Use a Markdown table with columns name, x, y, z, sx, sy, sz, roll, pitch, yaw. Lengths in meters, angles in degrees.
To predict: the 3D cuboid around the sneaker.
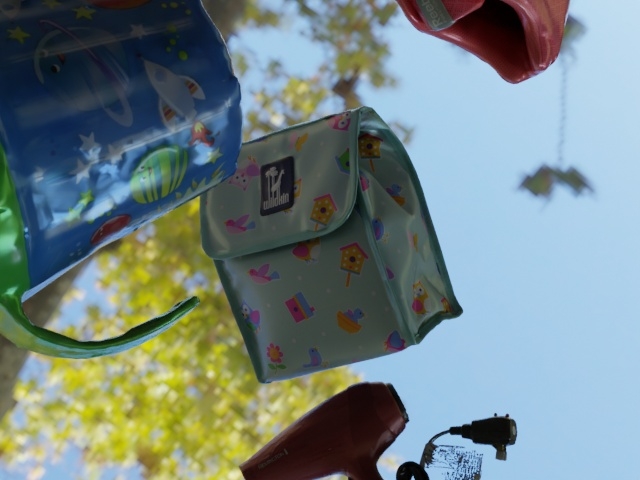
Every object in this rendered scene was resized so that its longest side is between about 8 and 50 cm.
| name | x | y | z | sx | sy | sz | roll | pitch | yaw |
| --- | --- | --- | --- | --- | --- | --- | --- | --- | --- |
| sneaker | 0.072 | -0.215 | 1.037 | 0.314 | 0.116 | 0.136 | 31 | -128 | -36 |

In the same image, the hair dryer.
| name | x | y | z | sx | sy | sz | roll | pitch | yaw |
| --- | --- | --- | --- | --- | --- | --- | --- | --- | --- |
| hair dryer | 0.055 | 0.254 | 1.646 | 0.294 | 0.080 | 0.223 | 8 | -119 | 14 |

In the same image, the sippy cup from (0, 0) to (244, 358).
| name | x | y | z | sx | sy | sz | roll | pitch | yaw |
| --- | --- | --- | --- | --- | --- | --- | --- | --- | --- |
| sippy cup | -0.185 | -0.088 | 1.112 | 0.224 | 0.305 | 0.240 | -21 | -152 | -24 |

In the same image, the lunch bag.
| name | x | y | z | sx | sy | sz | roll | pitch | yaw |
| --- | --- | --- | --- | --- | --- | --- | --- | --- | --- |
| lunch bag | 0.000 | 0.000 | 1.678 | 0.160 | 0.223 | 0.262 | -31 | -78 | -55 |
